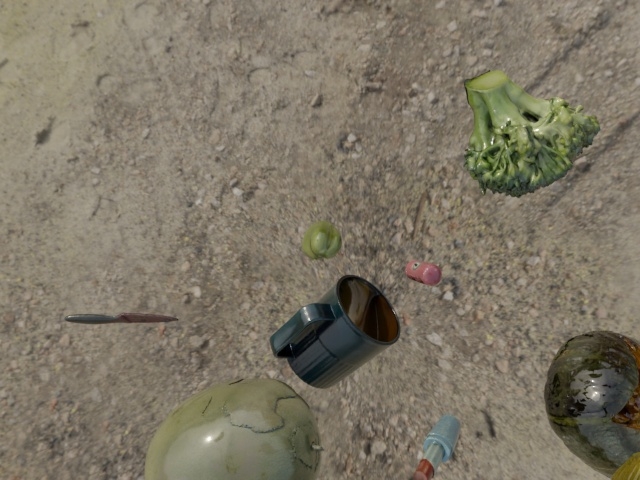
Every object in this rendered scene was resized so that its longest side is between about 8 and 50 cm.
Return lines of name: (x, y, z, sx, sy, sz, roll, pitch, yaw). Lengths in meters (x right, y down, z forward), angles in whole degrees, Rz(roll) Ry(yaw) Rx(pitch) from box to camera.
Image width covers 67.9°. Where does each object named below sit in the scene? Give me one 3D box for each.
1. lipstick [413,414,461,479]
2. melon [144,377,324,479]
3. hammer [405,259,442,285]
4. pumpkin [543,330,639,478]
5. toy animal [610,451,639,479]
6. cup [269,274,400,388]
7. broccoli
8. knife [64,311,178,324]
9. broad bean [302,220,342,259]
lipstick: (0.270, 0.488, 1.107, 0.068, 0.274, 0.061, 24, 105, 24)
melon: (-0.143, 0.381, 0.831, 0.330, 0.268, 0.268, -23, 78, 20)
hammer: (0.180, 0.056, 0.839, 0.043, 0.083, 0.043, -2, 97, -15)
pumpkin: (0.631, 0.346, 1.023, 0.321, 0.192, 0.320, 7, 73, -24)
toy animal: (0.486, 0.299, 0.631, 0.095, 0.219, 0.155, 29, 58, 8)
cup: (0.041, 0.292, 1.422, 0.242, 0.308, 0.292, 50, 122, 9)
broccoli: (0.384, -0.221, 0.909, 0.248, 0.288, 0.245, -25, 114, 21)
knife: (-0.445, 0.173, 1.066, 0.248, 0.035, 0.018, 0, 44, -4)
broad bean: (0.000, 0.000, 0.715, 0.045, 0.083, 0.063, 23, 89, -24)
